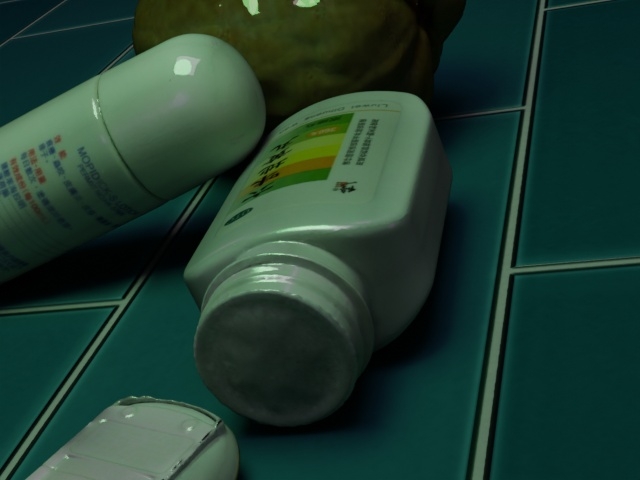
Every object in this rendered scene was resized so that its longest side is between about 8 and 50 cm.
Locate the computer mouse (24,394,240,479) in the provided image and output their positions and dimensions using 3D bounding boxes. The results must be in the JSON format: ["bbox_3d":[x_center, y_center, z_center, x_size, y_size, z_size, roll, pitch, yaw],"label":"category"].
[{"bbox_3d":[-0.145,0.176,0.600,0.125,0.056,0.245,4,27,30],"label":"computer mouse"}]

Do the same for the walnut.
[{"bbox_3d":[-0.035,-0.229,1.086,0.343,0.306,0.306,11,35,29],"label":"walnut"}]

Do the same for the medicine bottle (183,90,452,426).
[{"bbox_3d":[0.000,0.000,0.801,0.179,0.124,0.324,-13,27,20],"label":"medicine bottle"}]

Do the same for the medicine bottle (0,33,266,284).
[{"bbox_3d":[-0.207,-0.071,0.940,0.340,0.130,0.130,-25,24,15],"label":"medicine bottle"}]
